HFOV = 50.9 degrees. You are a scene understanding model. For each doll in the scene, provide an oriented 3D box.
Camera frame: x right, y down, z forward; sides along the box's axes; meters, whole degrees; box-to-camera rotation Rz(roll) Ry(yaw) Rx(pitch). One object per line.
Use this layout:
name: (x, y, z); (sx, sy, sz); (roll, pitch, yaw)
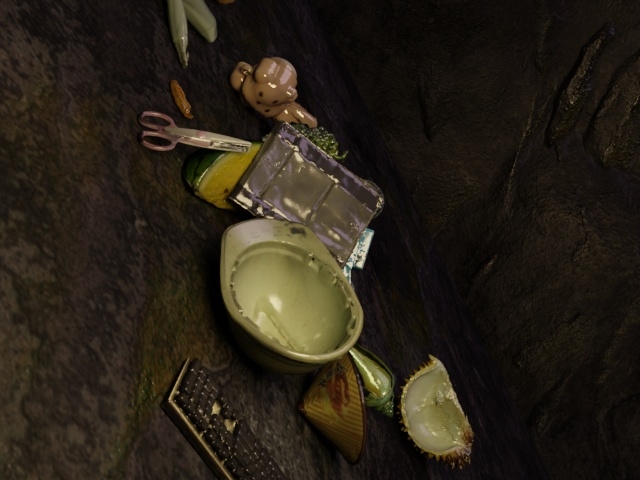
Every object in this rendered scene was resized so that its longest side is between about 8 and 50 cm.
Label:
doll: (-0.090, -0.304, 1.522); (0.119, 0.154, 0.278); (-63, 144, -18)

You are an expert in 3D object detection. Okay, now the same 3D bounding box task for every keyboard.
keyboard: (-0.084, 0.287, 0.828); (0.317, 0.027, 0.106); (58, 17, -18)

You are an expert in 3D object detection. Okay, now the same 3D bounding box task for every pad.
pad: (-0.019, -0.073, 1.141); (0.233, 0.174, 0.022); (34, -18, -16)

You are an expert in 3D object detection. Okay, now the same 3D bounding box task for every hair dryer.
hair dryer: (-0.261, -0.419, 1.336); (0.206, 0.076, 0.237); (49, 29, -56)

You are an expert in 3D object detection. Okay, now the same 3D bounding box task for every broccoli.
broccoli: (-0.020, -0.117, 1.481); (0.145, 0.165, 0.304); (-48, 130, -29)

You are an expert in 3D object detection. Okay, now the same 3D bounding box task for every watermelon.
watermelon: (-0.134, -0.105, 1.168); (0.301, 0.123, 0.129); (19, 68, -64)

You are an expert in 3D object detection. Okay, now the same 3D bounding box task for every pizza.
pizza: (-0.245, -0.246, 1.175); (0.083, 0.016, 0.037); (63, 18, 12)

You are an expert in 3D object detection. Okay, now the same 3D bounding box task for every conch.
conch: (0.084, 0.260, 1.283); (0.201, 0.079, 0.095); (41, 35, -12)

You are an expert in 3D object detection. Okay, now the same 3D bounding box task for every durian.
durian: (0.241, 0.382, 1.451); (0.144, 0.139, 0.252); (9, 56, -64)

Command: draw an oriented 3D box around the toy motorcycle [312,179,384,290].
toy motorcycle: (0.000, 0.000, 1.208); (0.123, 0.182, 0.272); (114, -6, -77)

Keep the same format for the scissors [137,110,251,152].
scissors: (-0.191, -0.158, 1.032); (0.176, 0.022, 0.085); (7, 45, -23)

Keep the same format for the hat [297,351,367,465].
hat: (0.004, 0.259, 1.055); (0.193, 0.082, 0.192); (176, -90, -73)

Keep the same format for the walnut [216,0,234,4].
walnut: (-0.240, -0.631, 1.663); (0.079, 0.083, 0.096); (89, -16, -59)

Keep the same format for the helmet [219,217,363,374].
helmet: (-0.061, 0.104, 0.988); (0.204, 0.137, 0.257); (-1, 48, -28)
